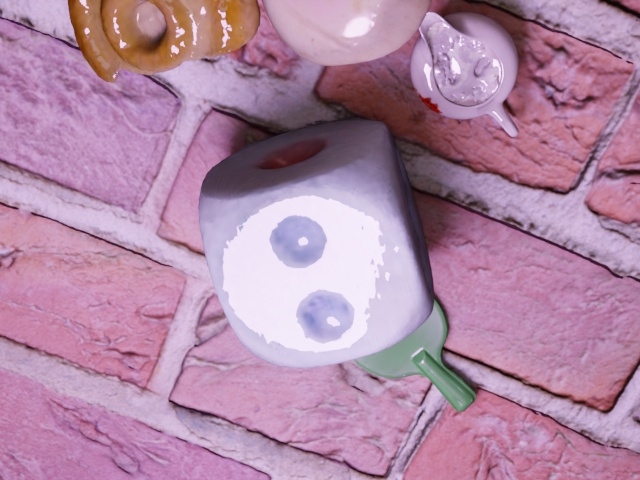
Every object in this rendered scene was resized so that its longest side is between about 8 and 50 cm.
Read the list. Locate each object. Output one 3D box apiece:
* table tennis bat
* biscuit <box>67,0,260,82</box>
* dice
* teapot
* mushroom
[{"bbox_3d":[0.140,0.163,1.683,0.160,0.039,0.257,-42,98,17],"label":"table tennis bat"},{"bbox_3d":[-0.224,-0.321,1.442,0.274,0.091,0.213,-12,110,35],"label":"biscuit"},{"bbox_3d":[0.000,0.000,1.503,0.264,0.268,0.262,-16,109,9],"label":"dice"},{"bbox_3d":[0.199,-0.229,1.493,0.145,0.092,0.226,-38,113,18],"label":"teapot"},{"bbox_3d":[0.046,-0.339,1.417,0.246,0.202,0.246,-4,83,40],"label":"mushroom"}]
